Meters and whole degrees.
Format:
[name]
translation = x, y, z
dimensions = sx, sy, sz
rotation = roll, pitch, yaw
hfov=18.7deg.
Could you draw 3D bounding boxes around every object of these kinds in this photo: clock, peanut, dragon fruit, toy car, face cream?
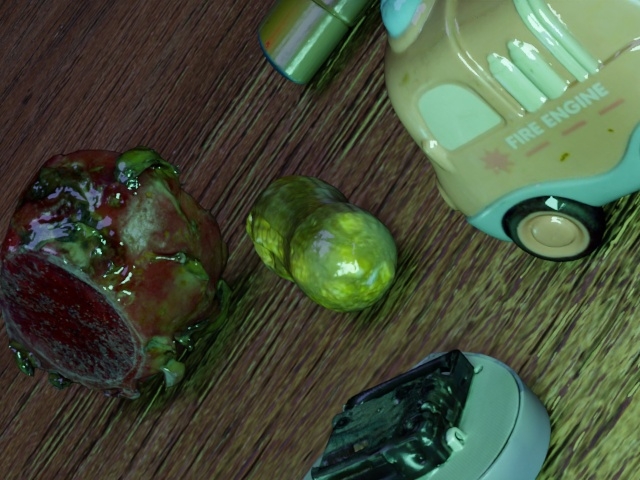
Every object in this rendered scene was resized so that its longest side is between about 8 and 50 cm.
[clock]
translation = 0.055, 0.129, 1.250
dimensions = 0.198, 0.064, 0.172
rotation = -27, 27, 33
[peanut]
translation = 0.000, 0.000, 1.537
dimensions = 0.087, 0.087, 0.207
rotation = -55, 25, -1
[dragon fruit]
translation = -0.188, 0.048, 1.706
dimensions = 0.282, 0.211, 0.147
rotation = 112, -179, -49
[toy car]
translation = 0.154, -0.132, 1.259
dimensions = 0.270, 0.212, 0.180
rotation = -31, 33, 43
[face cream]
translation = 0.041, -0.278, 1.858
dimensions = 0.285, 0.067, 0.139
rotation = -53, 21, 4
